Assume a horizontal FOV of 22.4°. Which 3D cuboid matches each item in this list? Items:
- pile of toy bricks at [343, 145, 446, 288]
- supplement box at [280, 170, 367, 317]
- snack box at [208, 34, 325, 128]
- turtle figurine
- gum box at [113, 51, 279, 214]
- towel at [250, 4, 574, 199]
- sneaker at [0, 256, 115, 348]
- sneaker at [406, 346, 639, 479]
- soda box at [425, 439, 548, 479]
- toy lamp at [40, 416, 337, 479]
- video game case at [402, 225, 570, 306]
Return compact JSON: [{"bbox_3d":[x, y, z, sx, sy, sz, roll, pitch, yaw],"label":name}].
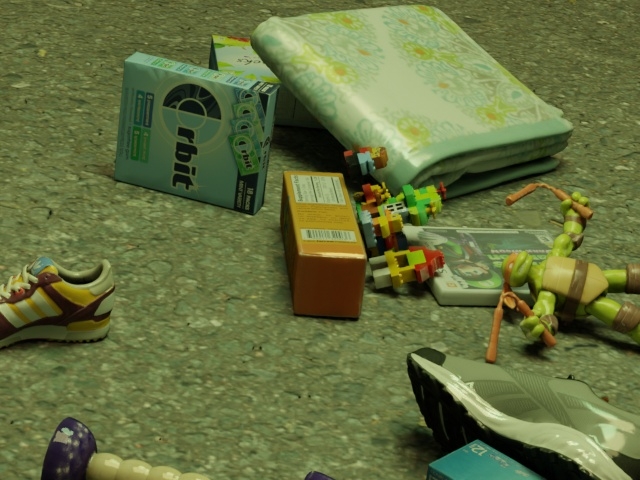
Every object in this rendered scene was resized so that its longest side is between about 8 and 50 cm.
[{"bbox_3d":[0.095,-0.039,1.855,0.105,0.118,0.212,-13,26,0],"label":"pile of toy bricks"},{"bbox_3d":[0.000,0.000,1.804,0.080,0.078,0.233,3,24,-5],"label":"supplement box"},{"bbox_3d":[-0.050,-0.222,2.284,0.207,0.070,0.174,4,26,-9],"label":"snack box"},{"bbox_3d":[0.283,0.062,1.757,0.217,0.087,0.269,16,47,8],"label":"turtle figurine"},{"bbox_3d":[-0.150,-0.128,1.937,0.184,0.157,0.041,14,25,11],"label":"gum box"},{"bbox_3d":[0.129,-0.191,2.171,0.374,0.090,0.320,-13,48,-46],"label":"towel"},{"bbox_3d":[-0.291,0.054,1.573,0.186,0.083,0.069,-4,27,-28],"label":"sneaker"},{"bbox_3d":[0.185,0.160,1.438,0.108,0.100,0.271,-38,42,-27],"label":"sneaker"},{"bbox_3d":[0.183,0.247,1.330,0.210,0.067,0.071,27,30,36],"label":"soda box"},{"bbox_3d":[-0.085,0.207,1.317,0.275,0.080,0.080,14,25,10],"label":"toy lamp"},{"bbox_3d":[0.204,0.029,1.877,0.190,0.022,0.173,2,25,-15],"label":"video game case"}]
